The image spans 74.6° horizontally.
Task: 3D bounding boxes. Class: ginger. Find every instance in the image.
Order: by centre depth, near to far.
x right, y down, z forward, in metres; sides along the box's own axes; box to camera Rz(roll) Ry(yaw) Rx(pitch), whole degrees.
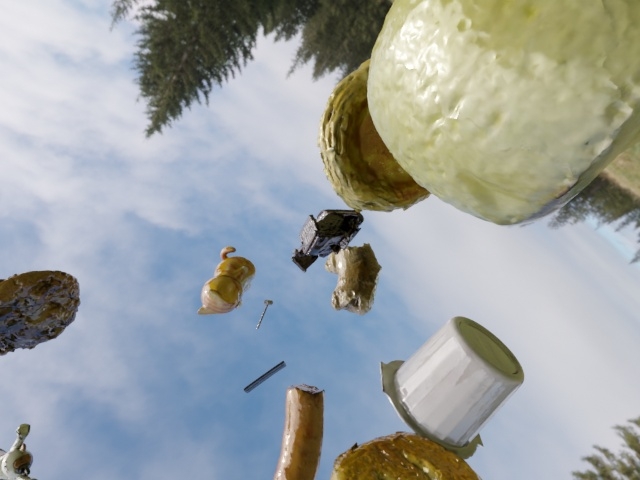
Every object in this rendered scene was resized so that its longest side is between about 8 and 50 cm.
[{"bbox_3d":[0.112,0.132,1.509,0.221,0.130,0.275,24,-112,11],"label":"ginger"}]

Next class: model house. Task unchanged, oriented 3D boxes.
[{"bbox_3d":[0.006,0.008,1.146,0.141,0.203,0.164,28,-133,-3],"label":"model house"}]

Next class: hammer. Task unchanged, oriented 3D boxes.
[{"bbox_3d":[-0.198,0.259,1.471,0.019,0.110,0.035,21,180,23],"label":"hammer"}]

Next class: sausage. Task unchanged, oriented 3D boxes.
[{"bbox_3d":[-0.049,0.473,0.968,0.109,0.109,0.270,21,-110,-35],"label":"sausage"}]

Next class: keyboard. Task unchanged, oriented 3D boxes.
[{"bbox_3d":[-0.178,0.439,1.353,0.010,0.155,0.053,50,165,28],"label":"keyboard"}]

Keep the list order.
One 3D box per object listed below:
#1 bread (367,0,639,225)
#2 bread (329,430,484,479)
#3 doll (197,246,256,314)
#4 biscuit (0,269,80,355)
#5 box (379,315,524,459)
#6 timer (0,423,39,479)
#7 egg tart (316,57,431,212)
[{"bbox_3d":[0.203,-0.165,0.410,0.237,0.320,0.320,52,-152,11],"label":"bread"},{"bbox_3d":[0.100,0.330,0.493,0.236,0.120,0.198,-5,-169,-37],"label":"bread"},{"bbox_3d":[-0.348,0.168,1.601,0.162,0.166,0.269,19,-147,-4],"label":"doll"},{"bbox_3d":[-0.833,0.215,1.188,0.289,0.334,0.081,-19,-123,-42],"label":"biscuit"},{"bbox_3d":[0.306,0.295,0.896,0.291,0.206,0.262,10,-147,-45],"label":"box"},{"bbox_3d":[-0.745,0.533,0.966,0.175,0.266,0.175,51,-160,-27],"label":"timer"},{"bbox_3d":[0.161,-0.252,1.050,0.388,0.388,0.169,29,-172,-25],"label":"egg tart"}]
